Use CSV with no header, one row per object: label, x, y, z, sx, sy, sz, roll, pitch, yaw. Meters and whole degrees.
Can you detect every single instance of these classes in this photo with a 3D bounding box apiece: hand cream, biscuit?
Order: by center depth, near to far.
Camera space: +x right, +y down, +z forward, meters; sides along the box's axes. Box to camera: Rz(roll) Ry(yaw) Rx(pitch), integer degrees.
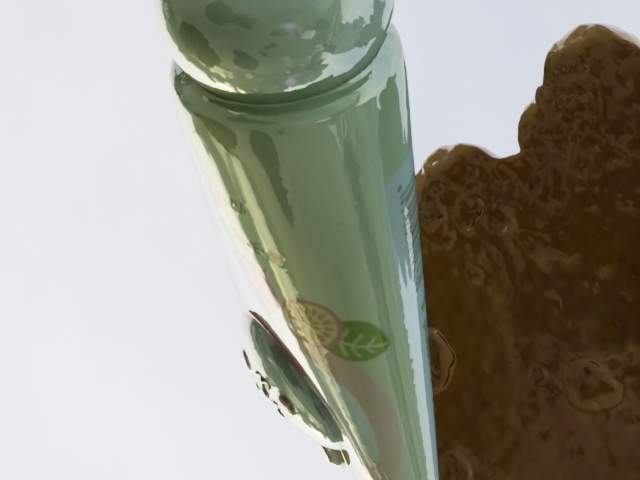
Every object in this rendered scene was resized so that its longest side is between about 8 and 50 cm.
hand cream,0.000,0.000,0.789,0.147,0.093,0.306,42,-27,43
biscuit,0.160,0.066,1.053,0.269,0.051,0.376,3,-83,25
